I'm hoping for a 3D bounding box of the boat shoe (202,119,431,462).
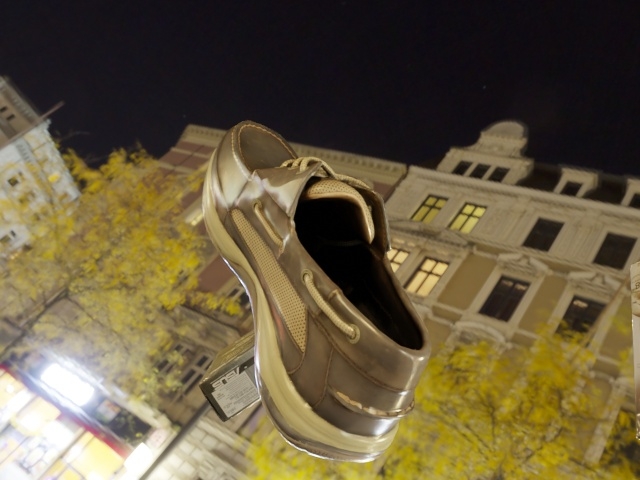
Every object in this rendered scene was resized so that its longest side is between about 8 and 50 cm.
[{"bbox_3d":[0.000,0.000,0.512,0.130,0.133,0.355,-53,-136,29],"label":"boat shoe"}]

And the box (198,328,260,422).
[{"bbox_3d":[-0.032,0.118,0.770,0.056,0.231,0.183,57,-2,-1],"label":"box"}]

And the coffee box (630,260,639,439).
[{"bbox_3d":[0.561,0.150,0.882,0.119,0.297,0.168,26,-34,-14],"label":"coffee box"}]
